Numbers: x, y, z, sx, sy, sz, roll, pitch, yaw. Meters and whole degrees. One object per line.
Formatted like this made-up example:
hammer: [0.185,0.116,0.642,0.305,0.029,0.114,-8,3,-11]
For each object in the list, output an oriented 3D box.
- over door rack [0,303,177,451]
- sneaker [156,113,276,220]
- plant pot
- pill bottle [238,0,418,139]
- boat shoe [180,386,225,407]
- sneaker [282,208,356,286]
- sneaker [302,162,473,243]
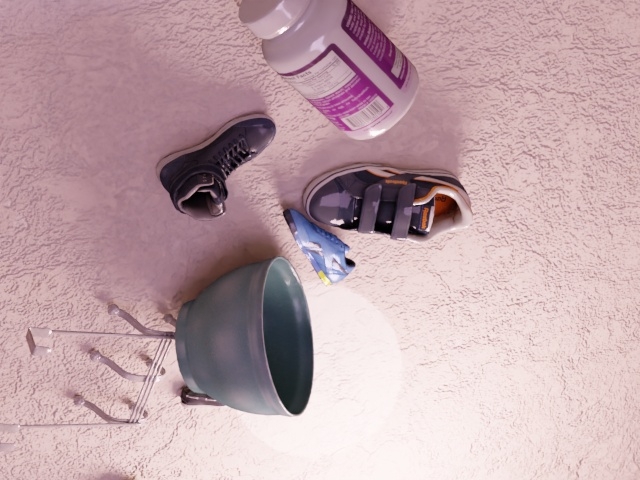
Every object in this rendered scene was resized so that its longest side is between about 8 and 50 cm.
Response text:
over door rack: [-0.429,0.241,1.902,0.324,0.108,0.239,-2,124,-45]
sneaker: [-0.157,-0.121,1.764,0.226,0.163,0.086,-29,125,-4]
plant pot: [-0.147,0.186,1.913,0.196,0.293,0.293,-8,128,15]
pill bottle: [0.012,-0.312,1.704,0.169,0.169,0.301,-44,126,9]
boat shoe: [-0.218,0.307,2.084,0.125,0.046,0.038,-1,126,-11]
sneaker: [0.000,0.000,1.955,0.082,0.069,0.209,-29,131,6]
sneaker: [0.134,-0.068,1.934,0.321,0.127,0.126,-5,124,-17]
